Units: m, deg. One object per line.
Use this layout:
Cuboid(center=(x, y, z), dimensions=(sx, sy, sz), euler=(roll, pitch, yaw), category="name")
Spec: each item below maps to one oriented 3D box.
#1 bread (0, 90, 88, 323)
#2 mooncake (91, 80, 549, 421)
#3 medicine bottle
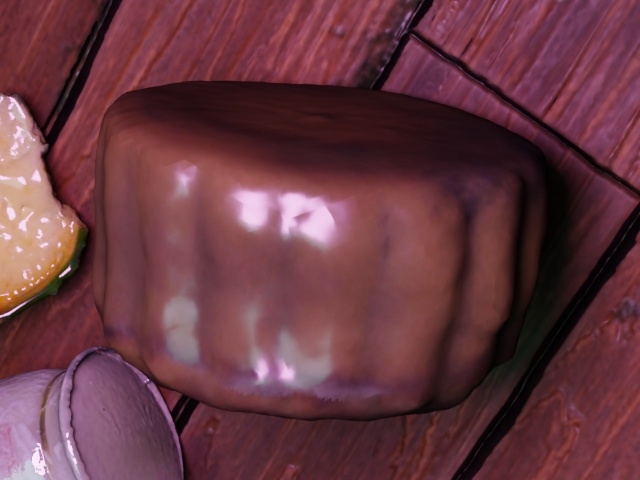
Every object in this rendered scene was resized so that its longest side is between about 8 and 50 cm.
Cuboid(center=(-0.316, 0.001, 1.427), dimensions=(0.251, 0.133, 0.174), euler=(-25, 97, -16), category="bread")
Cuboid(center=(0.000, 0.000, 1.200), dimensions=(0.290, 0.290, 0.161), euler=(13, 109, 21), category="mooncake")
Cuboid(center=(-0.192, 0.164, 1.404), dimensions=(0.143, 0.147, 0.147), euler=(-22, 93, 24), category="medicine bottle")
